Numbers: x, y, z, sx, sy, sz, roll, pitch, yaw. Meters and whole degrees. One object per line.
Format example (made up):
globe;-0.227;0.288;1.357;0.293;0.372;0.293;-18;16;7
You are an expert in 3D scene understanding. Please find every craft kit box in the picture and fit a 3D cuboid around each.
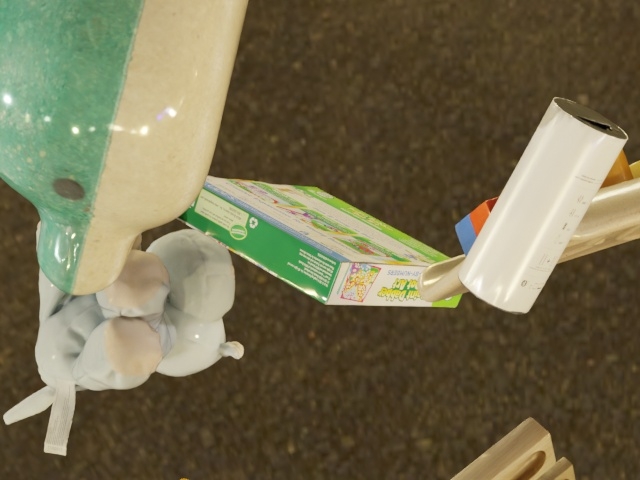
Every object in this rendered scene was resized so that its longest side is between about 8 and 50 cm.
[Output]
craft kit box;0.000;0.000;1.710;0.250;0.061;0.246;29;18;36

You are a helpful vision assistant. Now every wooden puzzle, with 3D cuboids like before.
wooden puzzle;0.270;-0.044;1.363;0.322;0.348;0.080;-16;84;-17

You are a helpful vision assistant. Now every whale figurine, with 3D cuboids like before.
whale figurine;-0.126;-0.074;0.803;0.141;0.272;0.216;15;64;-10

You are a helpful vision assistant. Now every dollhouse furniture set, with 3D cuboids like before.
dollhouse furniture set;0.196;0.252;1.311;0.144;0.151;0.123;-36;50;-15

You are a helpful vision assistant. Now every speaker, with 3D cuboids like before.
speaker;0.143;-0.022;0.995;0.055;0.136;0.055;23;20;-9

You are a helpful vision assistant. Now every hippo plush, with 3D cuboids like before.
hippo plush;-0.188;0.099;1.763;0.236;0.294;0.234;2;12;-39

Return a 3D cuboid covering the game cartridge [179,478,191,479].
game cartridge;-0.111;0.406;1.446;0.052;0.285;0.324;19;80;54
